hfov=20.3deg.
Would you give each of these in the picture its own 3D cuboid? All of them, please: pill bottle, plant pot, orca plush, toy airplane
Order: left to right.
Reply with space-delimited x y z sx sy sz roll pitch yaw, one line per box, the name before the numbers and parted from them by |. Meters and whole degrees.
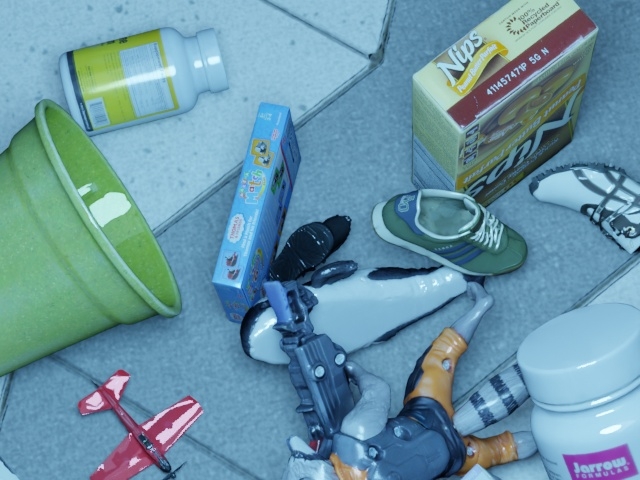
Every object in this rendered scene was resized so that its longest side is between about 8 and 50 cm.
plant pot | -0.331 0.028 1.954 0.254 0.276 0.276 -32 74 4
toy airplane | -0.208 0.206 1.995 0.151 0.028 0.151 0 72 1
pill bottle | -0.204 -0.189 2.080 0.184 0.103 0.103 -14 73 -2
orca plush | 0.034 0.049 1.999 0.287 0.151 0.102 -29 40 -8
pill bottle | 0.308 0.217 1.824 0.160 0.160 0.283 -25 109 -5

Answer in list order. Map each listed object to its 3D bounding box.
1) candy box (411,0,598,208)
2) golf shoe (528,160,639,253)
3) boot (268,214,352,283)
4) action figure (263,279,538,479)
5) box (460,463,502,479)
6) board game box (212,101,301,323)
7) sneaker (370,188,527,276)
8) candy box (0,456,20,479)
candy box | 0.192 -0.141 1.935 0.183 0.316 0.087 -37 73 -9
golf shoe | 0.332 -0.034 2.023 0.198 0.077 0.094 5 73 5
boot | 0.001 0.000 1.995 0.045 0.121 0.099 49 47 5
action figure | 0.082 0.170 1.875 0.330 0.178 0.341 -33 105 -24
box | 0.081 0.372 1.862 0.324 0.067 0.063 -46 55 6
board game box | -0.069 -0.026 1.993 0.039 0.160 0.211 11 73 8
sneaker | 0.156 -0.011 1.943 0.192 0.086 0.064 16 67 -23
candy box | -0.449 0.263 1.926 0.196 0.070 0.165 -31 71 -36
